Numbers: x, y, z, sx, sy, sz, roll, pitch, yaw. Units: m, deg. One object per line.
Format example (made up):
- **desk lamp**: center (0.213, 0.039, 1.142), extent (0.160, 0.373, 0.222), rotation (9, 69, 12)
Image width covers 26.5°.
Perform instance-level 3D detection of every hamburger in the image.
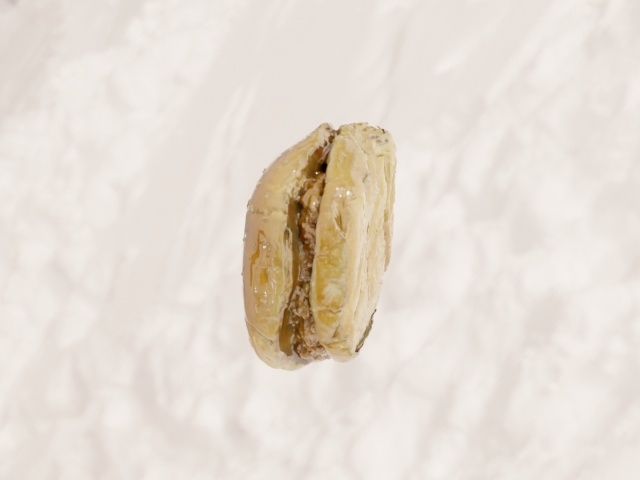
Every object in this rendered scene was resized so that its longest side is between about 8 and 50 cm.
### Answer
- **hamburger**: center (0.000, 0.001, 1.480), extent (0.283, 0.144, 0.260), rotation (-42, -44, -66)
